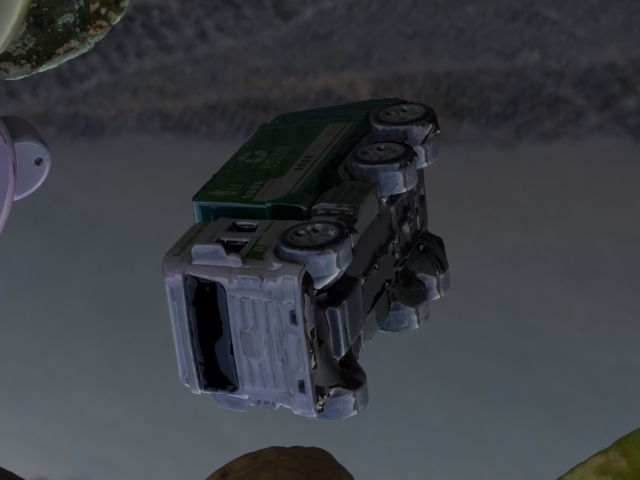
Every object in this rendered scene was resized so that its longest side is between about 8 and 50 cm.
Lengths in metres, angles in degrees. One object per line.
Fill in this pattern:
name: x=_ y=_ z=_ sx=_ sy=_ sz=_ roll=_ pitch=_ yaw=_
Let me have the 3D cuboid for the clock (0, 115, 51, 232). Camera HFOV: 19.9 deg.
clock: x=-0.356 y=-0.035 z=1.463 sx=0.227 sy=0.248 sz=0.090 roll=42 pitch=-178 yaw=-41

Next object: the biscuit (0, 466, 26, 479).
biscuit: x=-0.229 y=0.227 z=0.860 sx=0.186 sy=0.295 sz=0.044 roll=33 pitch=-170 yaw=-37

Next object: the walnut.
walnut: x=-0.049 y=0.316 z=1.890 sx=0.213 sy=0.213 sz=0.213 roll=22 pitch=157 yaw=10

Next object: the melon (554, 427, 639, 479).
melon: x=0.181 y=0.274 z=1.335 sx=0.331 sy=0.343 sz=0.226 roll=10 pitch=116 yaw=61

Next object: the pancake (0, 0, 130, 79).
pancake: x=-0.146 y=-0.135 z=0.903 sx=0.129 sy=0.116 sz=0.022 roll=-16 pitch=164 yaw=14

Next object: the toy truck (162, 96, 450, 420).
toy truck: x=0.000 y=0.000 z=1.025 sx=0.124 sy=0.253 sz=0.114 roll=3 pitch=116 yaw=22

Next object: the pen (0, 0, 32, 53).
pen: x=-0.115 y=-0.192 z=0.824 sx=0.032 sy=0.233 sz=0.040 roll=21 pitch=-166 yaw=-1
